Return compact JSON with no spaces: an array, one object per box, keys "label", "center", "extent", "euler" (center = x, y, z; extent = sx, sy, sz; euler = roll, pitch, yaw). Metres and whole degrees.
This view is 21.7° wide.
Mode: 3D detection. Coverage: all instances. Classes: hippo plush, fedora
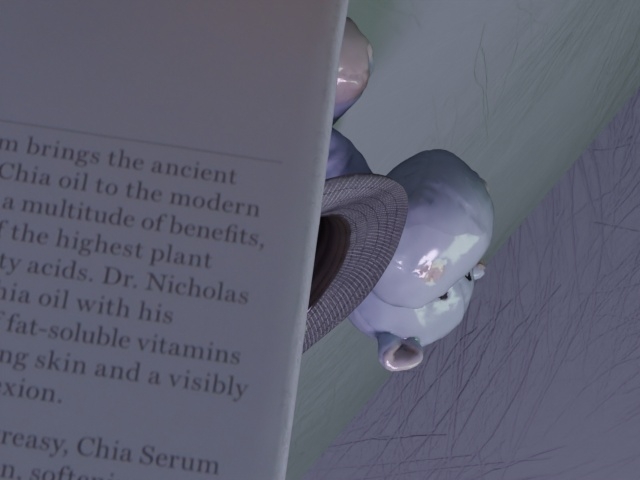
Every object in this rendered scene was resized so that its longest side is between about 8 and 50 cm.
[{"label":"hippo plush","center":[0.000,0.000,1.283],"extent":[0.234,0.236,0.294],"euler":[-41,165,-36]},{"label":"fedora","center":[-0.090,0.022,1.011],"extent":[0.275,0.124,0.244],"euler":[-37,160,-17]}]

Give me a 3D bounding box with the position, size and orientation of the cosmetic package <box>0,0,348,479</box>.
[{"label":"cosmetic package","center":[-0.128,0.085,0.635],"extent":[0.161,0.230,0.453],"euler":[103,-4,-66]}]
